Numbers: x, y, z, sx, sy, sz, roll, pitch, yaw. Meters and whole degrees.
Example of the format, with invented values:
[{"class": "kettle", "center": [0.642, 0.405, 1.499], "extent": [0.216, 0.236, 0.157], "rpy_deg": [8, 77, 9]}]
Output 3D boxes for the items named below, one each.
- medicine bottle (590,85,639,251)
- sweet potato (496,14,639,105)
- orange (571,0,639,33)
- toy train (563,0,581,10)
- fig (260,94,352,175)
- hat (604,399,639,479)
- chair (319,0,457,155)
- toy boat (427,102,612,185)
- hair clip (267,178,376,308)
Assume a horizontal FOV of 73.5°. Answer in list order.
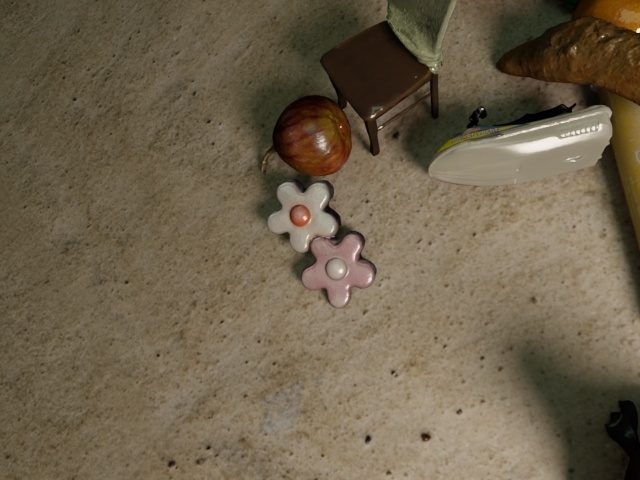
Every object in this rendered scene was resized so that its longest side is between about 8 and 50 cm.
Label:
[{"class": "medicine bottle", "center": [0.519, -0.078, 0.658], "extent": [0.108, 0.108, 0.426], "rpy_deg": [-8, 77, 14]}, {"class": "sweet potato", "center": [0.409, -0.283, 0.664], "extent": [0.092, 0.114, 0.341], "rpy_deg": [-13, 37, -22]}, {"class": "orange", "center": [0.503, -0.362, 0.715], "extent": [0.156, 0.124, 0.156], "rpy_deg": [-3, 58, 5]}, {"class": "toy train", "center": [0.405, -0.543, 0.750], "extent": [0.300, 0.120, 0.202], "rpy_deg": [8, 82, -6]}, {"class": "fig", "center": [-0.025, -0.201, 0.814], "extent": [0.149, 0.148, 0.202], "rpy_deg": [-37, 42, -24]}, {"class": "hat", "center": [0.484, 0.280, 0.512], "extent": [0.238, 0.336, 0.209], "rpy_deg": [0, 38, 32]}, {"class": "chair", "center": [0.108, -0.299, 0.699], "extent": [0.186, 0.319, 0.160], "rpy_deg": [-31, 71, 2]}, {"class": "toy boat", "center": [0.320, -0.165, 0.716], "extent": [0.269, 0.141, 0.141], "rpy_deg": [1, 78, 18]}, {"class": "hair clip", "center": [-0.001, -0.001, 0.800], "extent": [0.146, 0.075, 0.257], "rpy_deg": [-31, 76, 2]}]
